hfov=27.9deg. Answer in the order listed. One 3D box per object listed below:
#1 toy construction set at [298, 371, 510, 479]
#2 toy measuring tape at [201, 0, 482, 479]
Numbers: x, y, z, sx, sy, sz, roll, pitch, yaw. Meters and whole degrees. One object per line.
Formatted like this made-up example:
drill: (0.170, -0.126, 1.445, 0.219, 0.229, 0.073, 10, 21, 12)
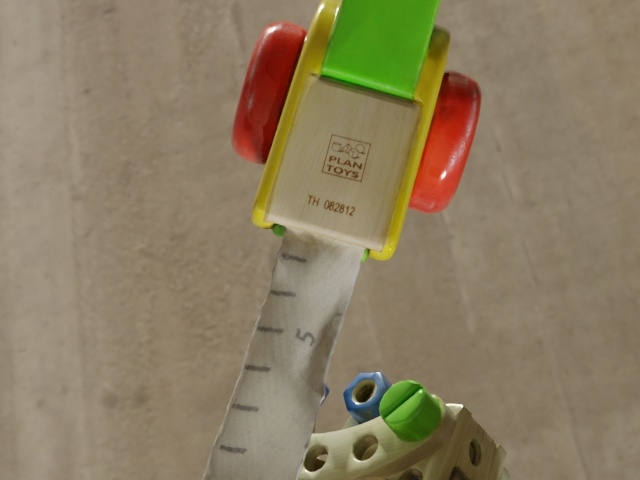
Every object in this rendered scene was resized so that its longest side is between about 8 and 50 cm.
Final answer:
toy construction set: (0.011, 0.215, 0.718, 0.151, 0.215, 0.328, 32, -115, -46)
toy measuring tape: (0.000, 0.000, 0.594, 0.121, 0.121, 0.330, 47, -126, -56)
